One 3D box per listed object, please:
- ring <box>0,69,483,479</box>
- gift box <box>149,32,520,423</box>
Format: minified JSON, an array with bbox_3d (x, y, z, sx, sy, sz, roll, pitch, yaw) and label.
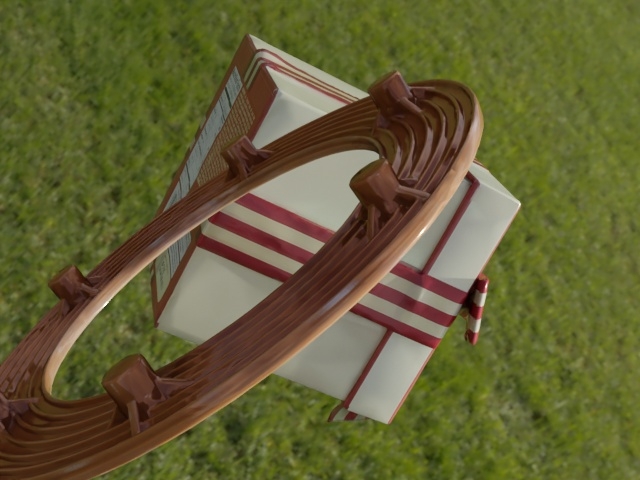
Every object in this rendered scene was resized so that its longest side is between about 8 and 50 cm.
[{"bbox_3d":[-0.064,0.006,0.580,0.032,0.336,0.336,55,29,-17],"label":"ring"},{"bbox_3d":[0.000,0.000,0.961,0.258,0.276,0.255,23,21,-18],"label":"gift box"}]
